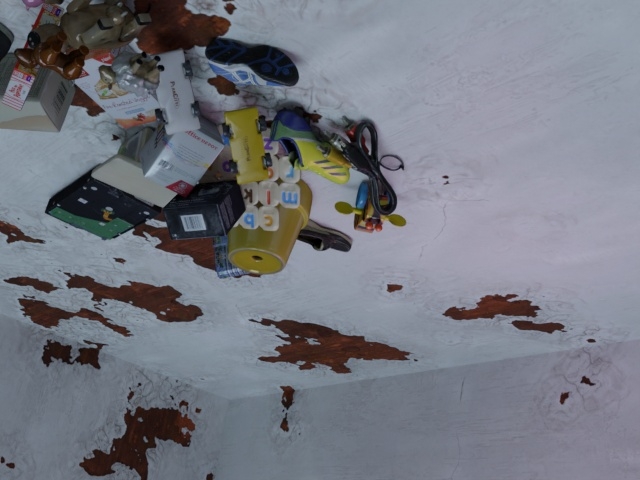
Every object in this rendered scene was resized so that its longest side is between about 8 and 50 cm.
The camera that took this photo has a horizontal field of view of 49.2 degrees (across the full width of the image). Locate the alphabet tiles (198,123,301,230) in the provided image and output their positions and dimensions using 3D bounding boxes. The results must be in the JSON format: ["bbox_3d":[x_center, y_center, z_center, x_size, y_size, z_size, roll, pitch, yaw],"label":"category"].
[{"bbox_3d":[-0.187,-0.163,1.830,0.283,0.021,0.278,6,112,13],"label":"alphabet tiles"}]

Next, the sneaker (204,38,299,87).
[{"bbox_3d":[-0.148,-0.381,1.542,0.211,0.080,0.081,18,158,2],"label":"sneaker"}]

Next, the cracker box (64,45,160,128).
[{"bbox_3d":[-0.471,-0.369,1.650,0.155,0.067,0.232,-8,147,27],"label":"cracker box"}]

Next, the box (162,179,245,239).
[{"bbox_3d":[-0.295,-0.079,1.791,0.155,0.158,0.093,-4,116,17],"label":"box"}]

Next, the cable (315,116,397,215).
[{"bbox_3d":[0.117,-0.192,1.763,0.287,0.139,0.072,45,178,-36],"label":"cable"}]

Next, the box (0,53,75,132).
[{"bbox_3d":[-0.771,-0.357,1.675,0.310,0.148,0.121,6,153,8],"label":"box"}]

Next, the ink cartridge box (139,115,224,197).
[{"bbox_3d":[-0.346,-0.228,1.741,0.128,0.127,0.176,29,111,-34],"label":"ink cartridge box"}]

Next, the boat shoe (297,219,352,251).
[{"bbox_3d":[0.000,-0.001,2.199,0.223,0.074,0.080,25,148,-27],"label":"boat shoe"}]

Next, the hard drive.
[{"bbox_3d":[-0.681,-0.109,2.198,0.236,0.064,0.338,30,145,-34],"label":"hard drive"}]

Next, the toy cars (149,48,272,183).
[{"bbox_3d":[-0.254,-0.290,1.625,0.393,0.087,0.176,35,107,-27],"label":"toy cars"}]

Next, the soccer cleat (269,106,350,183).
[{"bbox_3d":[-0.030,-0.211,1.750,0.093,0.121,0.289,7,155,42],"label":"soccer cleat"}]

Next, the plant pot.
[{"bbox_3d":[-0.161,-0.043,1.992,0.253,0.239,0.254,6,151,3],"label":"plant pot"}]

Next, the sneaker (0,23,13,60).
[{"bbox_3d":[-0.783,-0.458,1.514,0.083,0.118,0.222,-16,143,38],"label":"sneaker"}]

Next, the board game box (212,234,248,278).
[{"bbox_3d":[-0.238,0.007,2.203,0.194,0.194,0.060,-12,149,8],"label":"board game box"}]

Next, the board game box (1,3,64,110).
[{"bbox_3d":[-0.619,-0.396,1.505,0.045,0.194,0.146,24,148,-25],"label":"board game box"}]

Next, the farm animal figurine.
[{"bbox_3d":[-0.493,-0.440,1.375,0.172,0.331,0.326,-24,167,41],"label":"farm animal figurine"}]

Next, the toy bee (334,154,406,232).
[{"bbox_3d":[0.134,-0.084,1.917,0.195,0.162,0.298,4,152,13],"label":"toy bee"}]

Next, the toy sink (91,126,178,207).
[{"bbox_3d":[-0.470,-0.207,1.887,0.234,0.131,0.152,24,148,-37],"label":"toy sink"}]
